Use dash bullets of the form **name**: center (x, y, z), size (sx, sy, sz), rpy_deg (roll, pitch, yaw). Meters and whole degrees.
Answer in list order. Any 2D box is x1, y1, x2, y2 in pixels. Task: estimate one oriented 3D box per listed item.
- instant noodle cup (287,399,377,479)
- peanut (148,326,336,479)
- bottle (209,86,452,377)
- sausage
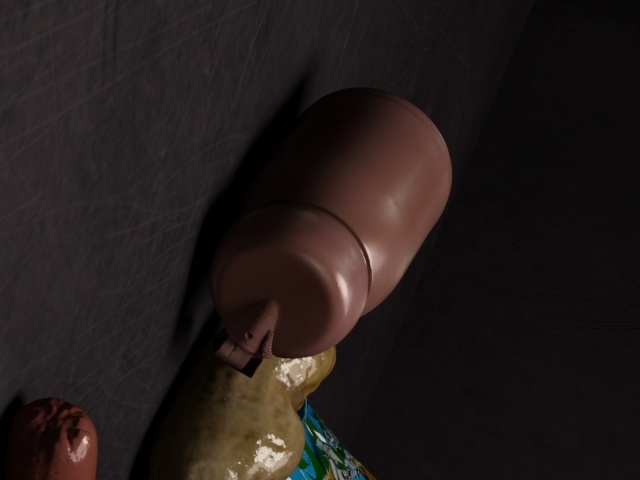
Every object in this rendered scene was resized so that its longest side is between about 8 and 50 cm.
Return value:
- **instant noodle cup**: center (-0.032, 0.296, 1.728), size (0.240, 0.178, 0.240), rpy_deg (-45, -166, 15)
- **peanut**: center (-0.073, 0.163, 1.599), size (0.122, 0.137, 0.253), rpy_deg (108, 5, -55)
- **bottle**: center (0.000, 0.000, 1.559), size (0.206, 0.173, 0.297), rpy_deg (-53, -177, 34)
- **sausage**: center (-0.185, 0.168, 1.131), size (0.062, 0.062, 0.154), rpy_deg (-61, 168, -44)
